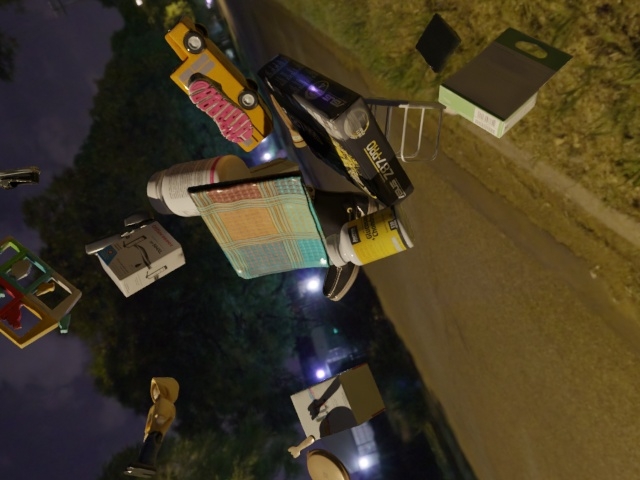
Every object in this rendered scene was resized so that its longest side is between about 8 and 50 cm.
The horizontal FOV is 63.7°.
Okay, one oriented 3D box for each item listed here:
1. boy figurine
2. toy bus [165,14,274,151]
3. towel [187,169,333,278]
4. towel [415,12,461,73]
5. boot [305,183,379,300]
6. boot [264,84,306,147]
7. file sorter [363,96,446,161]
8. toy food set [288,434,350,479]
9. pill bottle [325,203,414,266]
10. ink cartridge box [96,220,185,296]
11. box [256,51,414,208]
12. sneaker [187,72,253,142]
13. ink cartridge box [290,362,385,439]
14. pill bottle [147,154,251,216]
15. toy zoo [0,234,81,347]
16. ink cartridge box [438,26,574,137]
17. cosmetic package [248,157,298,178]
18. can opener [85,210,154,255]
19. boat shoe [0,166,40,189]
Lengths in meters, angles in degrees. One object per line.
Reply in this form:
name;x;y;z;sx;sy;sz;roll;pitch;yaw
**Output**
boy figurine;-0.480;0.530;1.505;0.177;0.092;0.285;-49;28;49
toy bus;-0.254;-0.389;1.288;0.332;0.130;0.108;44;-161;-29
towel;-0.131;-0.023;1.260;0.370;0.271;0.040;70;-166;-54
towel;0.306;-0.514;1.343;0.110;0.027;0.148;-59;39;37
boot;0.000;0.000;1.627;0.377;0.284;0.138;-69;26;20
boot;-0.089;-0.498;1.811;0.269;0.089;0.236;60;-148;-47
file sorter;0.206;-0.348;1.582;0.277;0.193;0.173;20;113;43
toy food set;0.020;0.539;1.208;0.192;0.132;0.038;49;-140;10
pill bottle;0.110;-0.005;1.155;0.103;0.184;0.103;57;-159;-35
ink cartridge box;-0.534;0.050;1.544;0.148;0.203;0.086;39;148;29
box;0.034;-0.274;1.279;0.395;0.097;0.318;45;175;46
sneaker;-0.189;-0.255;0.974;0.170;0.063;0.075;41;-164;-49
ink cartridge box;0.042;0.406;1.295;0.128;0.176;0.127;-6;-111;-52
pill bottle;-0.357;-0.154;1.510;0.160;0.283;0.160;13;-105;-61
toy zoo;-0.762;0.139;1.317;0.293;0.192;0.030;39;144;2
ink cartridge box;0.398;-0.347;1.116;0.171;0.235;0.056;42;164;28
cosmetic package;-0.241;-0.252;2.296;0.129;0.296;0.153;25;125;34
can opener;-0.701;-0.028;1.821;0.076;0.283;0.095;22;-127;-70
boat shoe;-0.731;-0.142;1.213;0.049;0.142;0.040;54;-154;-79
